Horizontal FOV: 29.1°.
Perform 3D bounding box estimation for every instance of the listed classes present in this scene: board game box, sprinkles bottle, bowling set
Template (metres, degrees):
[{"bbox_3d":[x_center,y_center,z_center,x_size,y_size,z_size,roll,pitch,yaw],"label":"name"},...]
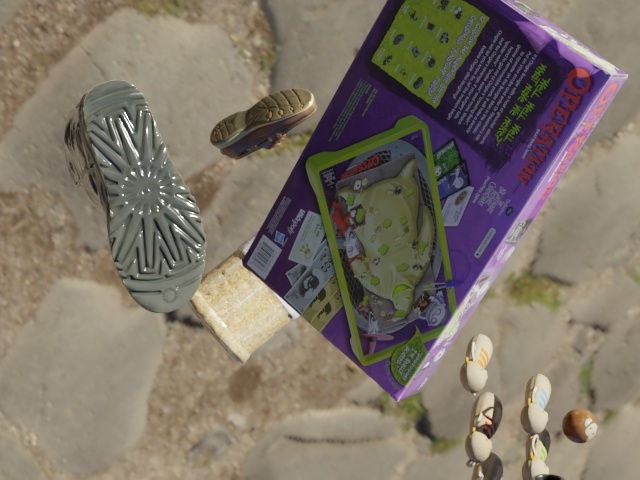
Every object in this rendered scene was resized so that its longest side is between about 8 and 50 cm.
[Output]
[{"bbox_3d":[0.086,-0.055,1.080,0.056,0.208,0.347,-6,133,-54],"label":"board game box"},{"bbox_3d":[0.000,0.000,1.537,0.355,0.121,0.121,-39,142,-5],"label":"sprinkles bottle"},{"bbox_3d":[0.310,0.285,1.859,0.154,0.200,0.287,-57,140,-62],"label":"bowling set"}]

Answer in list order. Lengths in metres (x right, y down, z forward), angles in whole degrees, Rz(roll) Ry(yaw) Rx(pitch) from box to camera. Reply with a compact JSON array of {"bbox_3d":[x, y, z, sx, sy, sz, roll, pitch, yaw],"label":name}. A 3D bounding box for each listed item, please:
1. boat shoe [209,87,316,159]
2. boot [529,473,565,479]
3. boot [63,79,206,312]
[{"bbox_3d":[-0.077,-0.170,1.825,0.178,0.064,0.060,-22,132,25],"label":"boat shoe"},{"bbox_3d":[0.231,0.303,1.216,0.083,0.246,0.161,-4,95,2],"label":"boot"},{"bbox_3d":[-0.159,-0.033,0.983,0.076,0.208,0.189,-12,89,-21],"label":"boot"}]
